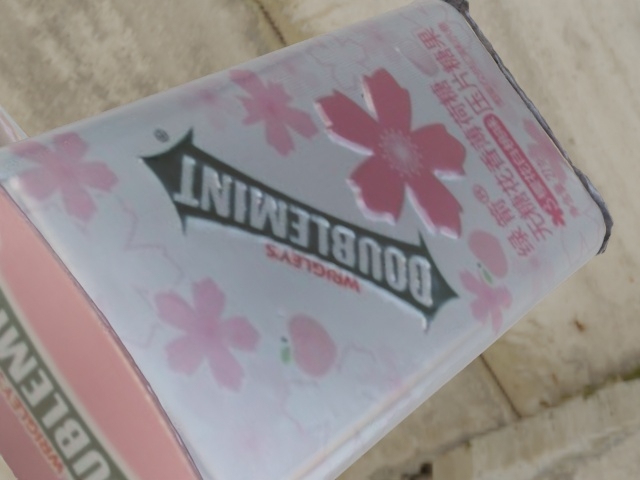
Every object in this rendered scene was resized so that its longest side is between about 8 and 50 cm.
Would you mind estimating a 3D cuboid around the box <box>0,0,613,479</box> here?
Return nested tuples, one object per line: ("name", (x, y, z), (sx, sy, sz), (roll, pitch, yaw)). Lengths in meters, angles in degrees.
("box", (0.000, 0.000, 0.586), (0.112, 0.369, 0.190), (-36, -93, 42))

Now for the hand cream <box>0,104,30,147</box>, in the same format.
("hand cream", (-0.214, -0.084, 0.629), (0.052, 0.038, 0.216), (-43, -98, 11))
